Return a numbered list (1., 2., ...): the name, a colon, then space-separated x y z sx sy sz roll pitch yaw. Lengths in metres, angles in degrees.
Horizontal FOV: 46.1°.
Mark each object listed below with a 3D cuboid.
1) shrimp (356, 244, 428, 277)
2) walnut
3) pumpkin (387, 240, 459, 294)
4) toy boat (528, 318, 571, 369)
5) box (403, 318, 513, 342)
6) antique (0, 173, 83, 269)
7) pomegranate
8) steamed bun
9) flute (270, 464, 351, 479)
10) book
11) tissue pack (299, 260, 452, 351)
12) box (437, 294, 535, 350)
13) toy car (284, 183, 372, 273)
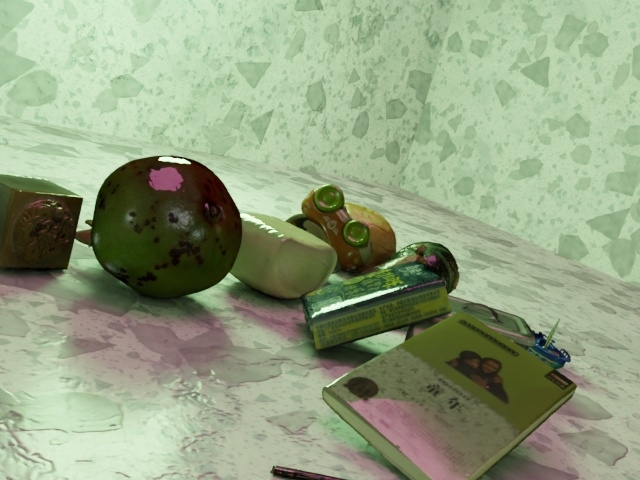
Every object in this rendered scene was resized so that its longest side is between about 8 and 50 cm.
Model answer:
1. shrimp: 0.171 0.060 1.799 0.188 0.051 0.132 -20 16 7
2. walnut: 0.095 -0.003 2.018 0.226 0.193 0.193 23 12 -2
3. pumpkin: 0.261 0.081 1.909 0.190 0.146 0.190 -16 29 9
4. toy boat: 0.513 0.224 1.691 0.091 0.110 0.175 12 14 -19
5. box: 0.248 0.230 1.335 0.203 0.106 0.251 16 11 5
6. antique: -0.532 -0.029 1.362 0.148 0.151 0.147 21 11 34
7. pomegranate: -0.315 -0.008 1.395 0.323 0.290 0.291 -25 6 11
8. steamed bun: -0.090 0.042 1.613 0.200 0.154 0.250 27 9 29
9. flute: 0.068 0.311 0.935 0.270 0.014 0.014 14 12 -9
10. book: 0.200 0.227 1.129 0.352 0.035 0.239 -22 44 -41
11. tissue pack: 0.097 0.117 1.419 0.257 0.081 0.185 -15 12 -4
12. box: 0.311 0.190 1.531 0.227 0.130 0.162 16 12 3
13. toy car: 0.000 0.000 1.847 0.235 0.235 0.145 19 -14 12
